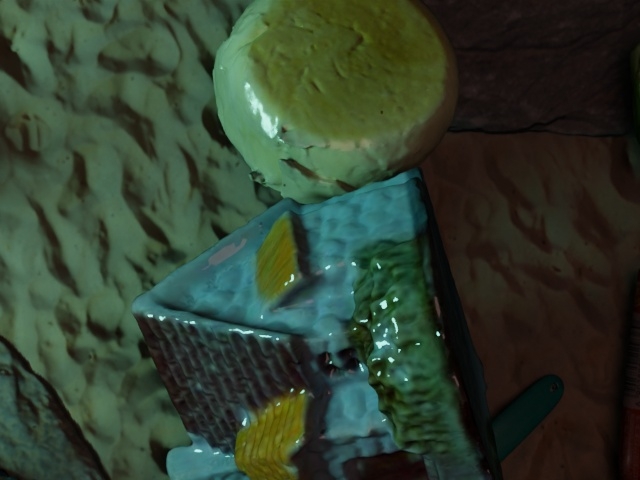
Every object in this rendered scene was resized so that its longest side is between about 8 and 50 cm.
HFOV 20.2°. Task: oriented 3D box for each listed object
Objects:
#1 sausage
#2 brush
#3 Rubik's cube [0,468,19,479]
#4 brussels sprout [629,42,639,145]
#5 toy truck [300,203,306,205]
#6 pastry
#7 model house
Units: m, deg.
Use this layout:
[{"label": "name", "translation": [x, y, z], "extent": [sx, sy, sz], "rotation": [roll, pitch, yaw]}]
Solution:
[{"label": "sausage", "translation": [0.383, 0.172, 2.054], "extent": [0.074, 0.074, 0.274], "rotation": [7, 89, -20]}, {"label": "brush", "translation": [0.203, 0.216, 2.019], "extent": [0.193, 0.032, 0.043], "rotation": [-40, 100, -26]}, {"label": "Rubik's cube", "translation": [-0.380, 0.304, 1.731], "extent": [0.183, 0.180, 0.167], "rotation": [10, 90, -22]}, {"label": "brussels sprout", "translation": [0.416, -0.143, 2.023], "extent": [0.131, 0.183, 0.145], "rotation": [-25, 144, 8]}, {"label": "toy truck", "translation": [0.000, 0.000, 1.917], "extent": [0.088, 0.074, 0.202], "rotation": [36, 80, -26]}, {"label": "pastry", "translation": [0.013, -0.161, 1.849], "extent": [0.264, 0.133, 0.265], "rotation": [5, 67, -12]}, {"label": "model house", "translation": [-0.016, 0.144, 1.759], "extent": [0.339, 0.297, 0.360], "rotation": [-13, 134, 8]}]
